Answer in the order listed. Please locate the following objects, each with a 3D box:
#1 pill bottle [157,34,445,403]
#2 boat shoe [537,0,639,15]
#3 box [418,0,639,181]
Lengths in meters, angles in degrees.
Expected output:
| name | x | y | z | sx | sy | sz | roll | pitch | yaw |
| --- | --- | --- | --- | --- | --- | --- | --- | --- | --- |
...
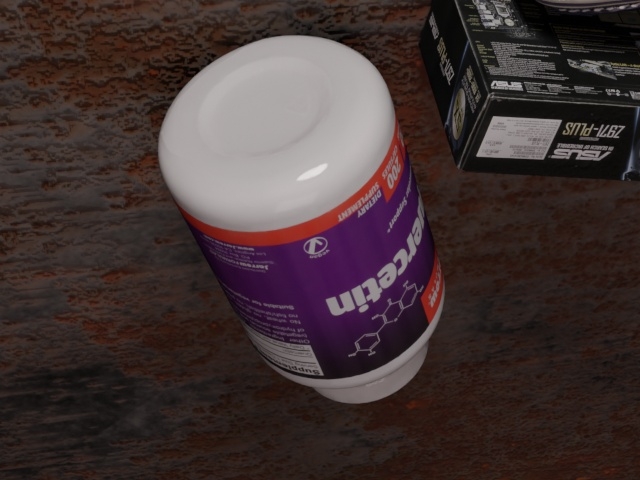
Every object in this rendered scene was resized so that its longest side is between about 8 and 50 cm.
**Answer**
| name | x | y | z | sx | sy | sz | roll | pitch | yaw |
| --- | --- | --- | --- | --- | --- | --- | --- | --- | --- |
| pill bottle | 0.000 | 0.000 | 1.019 | 0.182 | 0.181 | 0.323 | -16 | 139 | 6 |
| boat shoe | 0.315 | -0.187 | 0.910 | 0.341 | 0.127 | 0.158 | -13 | 132 | 1 |
| box | 0.181 | -0.125 | 0.941 | 0.180 | 0.147 | 0.077 | 2 | 138 | -15 |
